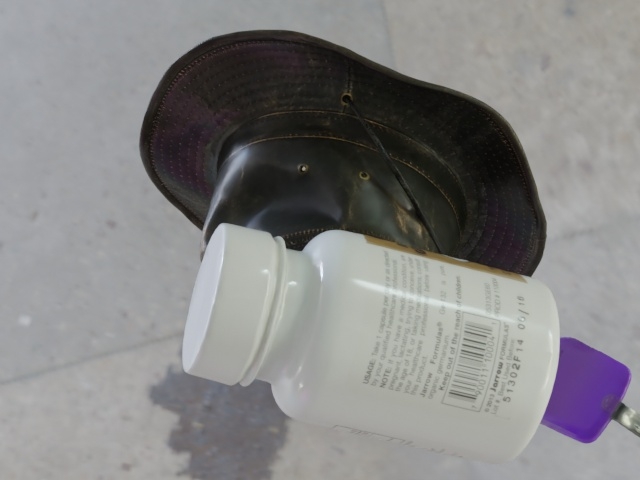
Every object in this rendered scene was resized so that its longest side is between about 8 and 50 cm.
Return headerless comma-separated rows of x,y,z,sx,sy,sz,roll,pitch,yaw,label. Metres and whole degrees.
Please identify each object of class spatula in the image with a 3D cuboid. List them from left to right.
0.308,0.178,1.395,0.296,0.030,0.084,29,82,17,spatula

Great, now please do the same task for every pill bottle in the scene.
0.031,0.064,1.071,0.229,0.131,0.131,14,81,-12,pill bottle

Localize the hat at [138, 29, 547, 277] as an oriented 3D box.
0.000,0.000,1.227,0.331,0.331,0.134,2,47,24,hat
